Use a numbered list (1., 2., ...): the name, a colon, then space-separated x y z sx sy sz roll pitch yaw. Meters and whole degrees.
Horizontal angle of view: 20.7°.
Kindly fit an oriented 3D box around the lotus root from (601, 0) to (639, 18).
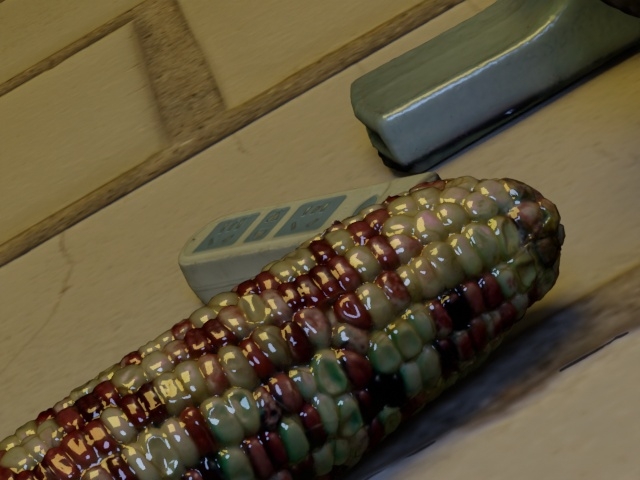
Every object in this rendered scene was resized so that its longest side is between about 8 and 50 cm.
1. lotus root: 0.236 -0.213 0.693 0.346 0.250 0.250 -34 20 -11

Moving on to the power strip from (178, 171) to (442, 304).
1. power strip: 0.000 0.000 0.828 0.191 0.030 0.047 -11 28 43

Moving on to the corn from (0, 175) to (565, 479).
1. corn: -0.020 0.055 0.645 0.253 0.086 0.086 -36 21 -12

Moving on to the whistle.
1. whistle: 0.122 -0.174 0.890 0.289 0.163 0.163 -30 20 0
